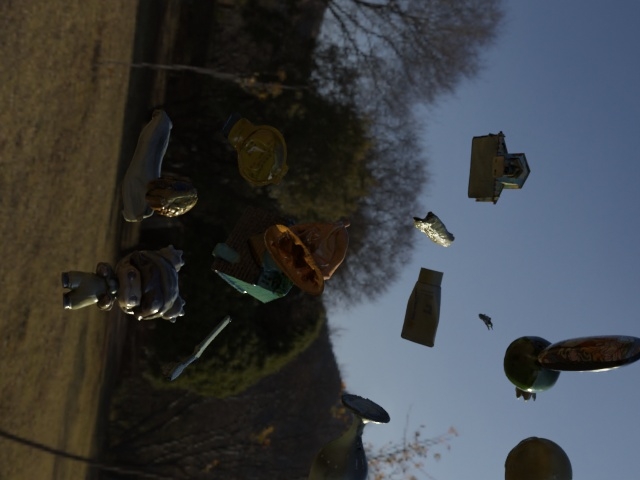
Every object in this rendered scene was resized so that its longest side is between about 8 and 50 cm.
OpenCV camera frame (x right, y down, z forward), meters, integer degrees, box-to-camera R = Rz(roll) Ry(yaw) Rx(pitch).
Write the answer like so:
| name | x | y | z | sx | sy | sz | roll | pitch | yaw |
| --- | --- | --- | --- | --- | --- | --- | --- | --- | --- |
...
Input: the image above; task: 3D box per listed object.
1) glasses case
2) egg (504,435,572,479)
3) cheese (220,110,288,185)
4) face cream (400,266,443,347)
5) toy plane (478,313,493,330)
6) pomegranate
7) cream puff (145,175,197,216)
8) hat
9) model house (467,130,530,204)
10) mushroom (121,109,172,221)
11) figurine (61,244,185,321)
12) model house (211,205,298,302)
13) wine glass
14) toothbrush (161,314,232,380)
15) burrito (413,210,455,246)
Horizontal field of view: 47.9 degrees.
| name | x | y | z | sx | sy | sz | roll | pitch | yaw |
| --- | --- | --- | --- | --- | --- | --- | --- | --- | --- |
| glasses case | 0.755 | 0.318 | 2.024 | 0.321 | 0.122 | 0.082 | -18 | -84 | 56 |
| egg | 0.527 | 0.572 | 1.751 | 0.164 | 0.164 | 0.201 | -101 | -165 | -63 |
| cheese | -0.190 | -0.265 | 2.061 | 0.177 | 0.270 | 0.069 | -54 | 155 | 19 |
| face cream | 0.307 | 0.195 | 2.132 | 0.070 | 0.114 | 0.224 | 13 | 91 | -54 |
| toy plane | 0.633 | 0.304 | 2.749 | 0.031 | 0.083 | 0.078 | -31 | -155 | 26 |
| pomegranate | 0.665 | 0.413 | 2.275 | 0.187 | 0.187 | 0.225 | -98 | -174 | -58 |
| cream puff | -0.381 | -0.112 | 1.841 | 0.119 | 0.133 | 0.104 | -155 | -105 | -82 |
| hat | 0.000 | 0.000 | 2.153 | 0.244 | 0.233 | 0.233 | 16 | -47 | 48 |
| model house | 0.676 | -0.263 | 2.678 | 0.178 | 0.206 | 0.271 | 1 | -93 | 49 |
| mushroom | -0.495 | -0.214 | 2.065 | 0.109 | 0.097 | 0.351 | 42 | 56 | -63 |
| figurine | -0.612 | 0.145 | 2.259 | 0.203 | 0.381 | 0.248 | 174 | -87 | -64 |
| model house | -0.186 | 0.019 | 2.299 | 0.280 | 0.249 | 0.230 | -62 | -165 | -23 |
| wine glass | 0.055 | 0.462 | 1.553 | 0.126 | 0.126 | 0.241 | -120 | -129 | -76 |
| toothbrush | -0.245 | 0.217 | 1.488 | 0.294 | 0.028 | 0.026 | -39 | 145 | -65 |
| burrito | 0.251 | -0.025 | 1.589 | 0.171 | 0.051 | 0.042 | 40 | 50 | -55 |
